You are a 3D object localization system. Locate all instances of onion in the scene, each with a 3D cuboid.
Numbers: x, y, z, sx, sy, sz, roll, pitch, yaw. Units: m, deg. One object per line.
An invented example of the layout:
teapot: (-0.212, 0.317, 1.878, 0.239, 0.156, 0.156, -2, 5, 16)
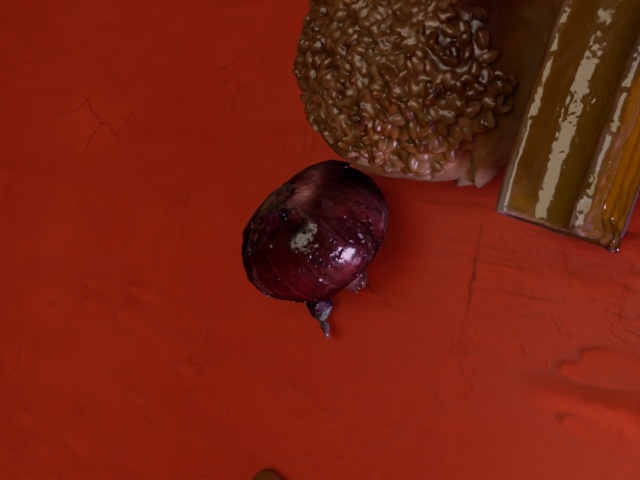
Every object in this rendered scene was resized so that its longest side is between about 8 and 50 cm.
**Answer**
onion: (0.000, 0.000, 1.003, 0.252, 0.219, 0.252, -27, 30, 17)

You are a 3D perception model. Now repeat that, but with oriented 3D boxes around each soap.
soap: (0.327, -0.137, 0.731, 0.143, 0.259, 0.281, 19, 94, 34)

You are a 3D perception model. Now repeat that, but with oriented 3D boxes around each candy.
candy: (-0.012, 0.086, 1.091, 0.043, 0.045, 0.175, -32, 66, 15)

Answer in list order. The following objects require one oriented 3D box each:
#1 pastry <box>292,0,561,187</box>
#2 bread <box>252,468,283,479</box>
pastry: (0.142, -0.264, 0.897, 0.409, 0.245, 0.410, -4, 84, 36)
bread: (-0.078, 0.441, 1.090, 0.103, 0.049, 0.062, 30, 102, 38)
